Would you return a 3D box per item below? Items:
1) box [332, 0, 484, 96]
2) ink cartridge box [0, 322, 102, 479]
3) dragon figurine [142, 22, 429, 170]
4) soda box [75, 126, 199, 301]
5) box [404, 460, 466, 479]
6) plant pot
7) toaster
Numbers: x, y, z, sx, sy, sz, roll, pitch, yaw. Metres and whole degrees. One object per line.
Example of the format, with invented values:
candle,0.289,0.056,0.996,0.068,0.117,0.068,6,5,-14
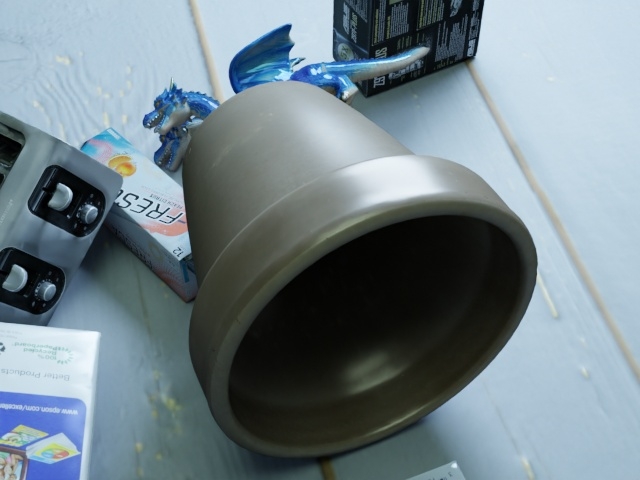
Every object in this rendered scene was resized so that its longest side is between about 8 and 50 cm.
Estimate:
box,0.094,-0.260,1.072,0.147,0.180,0.077,-23,54,-18
ink cartridge box,-0.255,0.216,0.711,0.175,0.069,0.371,7,45,-14
dragon figurine,-0.037,-0.151,1.007,0.289,0.085,0.144,-39,72,-4
soda box,-0.160,-0.026,0.948,0.058,0.063,0.183,-36,57,-27
box,0.042,0.226,0.675,0.126,0.137,0.072,-17,52,-14
plant pot,0.000,0.000,0.796,0.263,0.263,0.229,-18,48,-15
toaster,-0.292,-0.030,0.888,0.185,0.110,0.168,26,83,21
